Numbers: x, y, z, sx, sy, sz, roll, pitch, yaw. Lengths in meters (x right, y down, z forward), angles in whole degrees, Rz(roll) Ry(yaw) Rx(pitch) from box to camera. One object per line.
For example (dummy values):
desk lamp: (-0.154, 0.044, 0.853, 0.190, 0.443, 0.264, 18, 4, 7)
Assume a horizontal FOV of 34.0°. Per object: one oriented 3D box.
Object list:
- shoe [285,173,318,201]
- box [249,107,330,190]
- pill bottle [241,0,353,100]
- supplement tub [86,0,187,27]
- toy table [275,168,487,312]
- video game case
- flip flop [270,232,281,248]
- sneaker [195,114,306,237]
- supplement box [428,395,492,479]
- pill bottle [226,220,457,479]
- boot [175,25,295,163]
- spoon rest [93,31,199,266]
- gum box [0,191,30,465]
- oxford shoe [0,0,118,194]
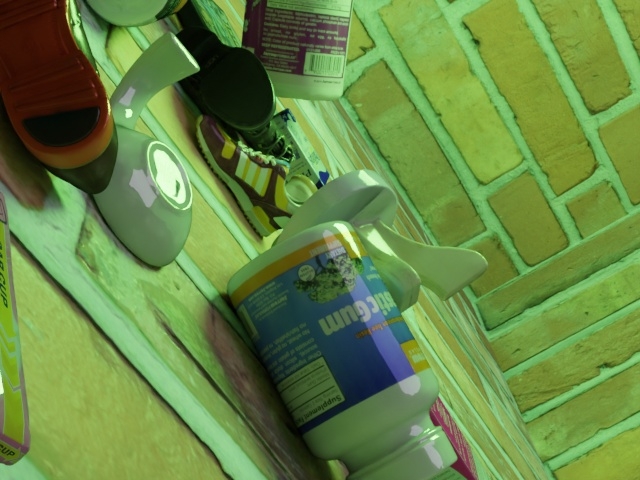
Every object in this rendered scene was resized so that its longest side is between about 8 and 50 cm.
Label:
shoe: (0.000, 0.000, 1.620, 0.058, 0.076, 0.219, -50, 119, -34)
box: (-0.051, -0.135, 1.691, 0.137, 0.072, 0.126, 59, 10, -8)
pill bottle: (-0.031, -0.374, 1.612, 0.169, 0.169, 0.302, -68, 165, -78)
supplement tub: (-0.219, -0.326, 1.289, 0.117, 0.117, 0.190, 57, 9, -12)
toy table: (0.057, 0.044, 1.276, 0.161, 0.252, 0.274, 52, -2, 20)
video game case: (-0.168, -0.326, 1.779, 0.275, 0.035, 0.248, 63, 11, 18)
flip flop: (-0.009, 0.004, 1.458, 0.080, 0.112, 0.277, 47, 11, 19)
sneaker: (-0.088, -0.097, 1.364, 0.185, 0.084, 0.069, 56, 11, -22)
supplement box: (0.119, 0.264, 1.254, 0.220, 0.111, 0.114, 58, 9, -12)
pill bottle: (0.028, 0.130, 1.080, 0.272, 0.152, 0.152, 61, 10, 11)
boot: (-0.094, -0.178, 1.474, 0.263, 0.091, 0.229, 48, -2, 43)
spoon rest: (-0.170, -0.088, 1.008, 0.137, 0.084, 0.276, 50, 27, -37)
gum box: (-0.202, 0.026, 0.501, 0.107, 0.062, 0.188, 49, 15, -46)
oxford shoe: (-0.235, -0.157, 0.862, 0.098, 0.097, 0.271, 86, -15, -65)
